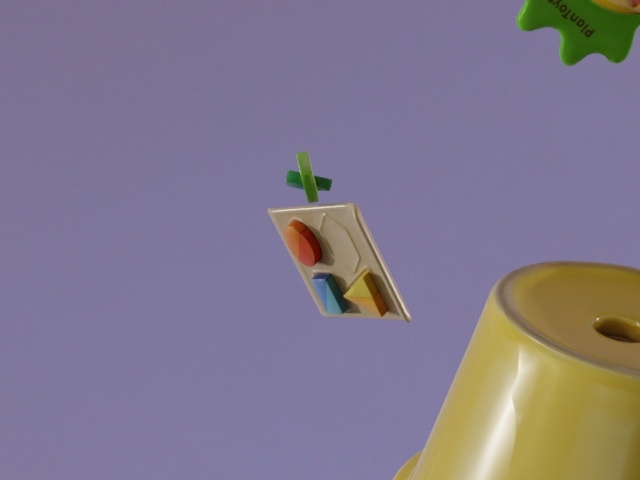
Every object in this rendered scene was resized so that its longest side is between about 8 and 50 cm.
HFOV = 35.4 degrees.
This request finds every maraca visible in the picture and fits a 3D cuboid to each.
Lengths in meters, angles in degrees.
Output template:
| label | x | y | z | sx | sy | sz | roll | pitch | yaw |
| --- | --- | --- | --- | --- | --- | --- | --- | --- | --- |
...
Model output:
| label | x | y | z | sx | sy | sz | roll | pitch | yaw |
| --- | --- | --- | --- | --- | --- | --- | --- | --- | --- |
| maraca | 0.212 | -0.200 | 0.668 | 0.127 | 0.099 | 0.186 | 35 | -64 | -13 |

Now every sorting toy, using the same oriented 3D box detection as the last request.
| label | x | y | z | sx | sy | sz | roll | pitch | yaw |
| --- | --- | --- | --- | --- | --- | --- | --- | --- | --- |
| sorting toy | 0.000 | 0.000 | 0.416 | 0.012 | 0.062 | 0.083 | -40 | -65 | -31 |

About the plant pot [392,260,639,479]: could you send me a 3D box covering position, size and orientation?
| label | x | y | z | sx | sy | sz | roll | pitch | yaw |
| --- | --- | --- | --- | --- | --- | --- | --- | --- | --- |
| plant pot | 0.165 | 0.151 | 0.620 | 0.254 | 0.254 | 0.239 | 3 | -68 | -7 |
